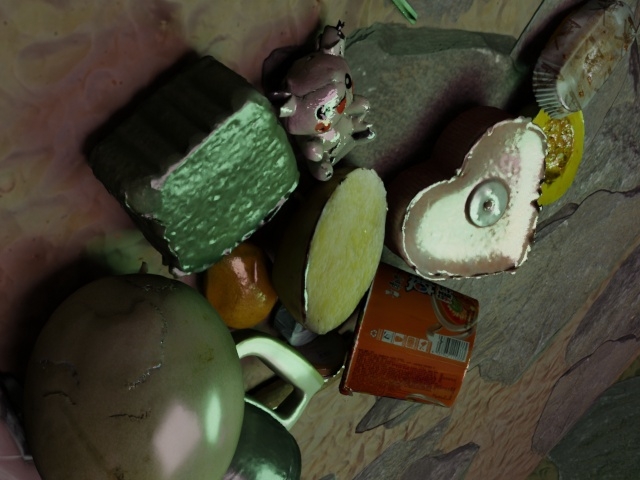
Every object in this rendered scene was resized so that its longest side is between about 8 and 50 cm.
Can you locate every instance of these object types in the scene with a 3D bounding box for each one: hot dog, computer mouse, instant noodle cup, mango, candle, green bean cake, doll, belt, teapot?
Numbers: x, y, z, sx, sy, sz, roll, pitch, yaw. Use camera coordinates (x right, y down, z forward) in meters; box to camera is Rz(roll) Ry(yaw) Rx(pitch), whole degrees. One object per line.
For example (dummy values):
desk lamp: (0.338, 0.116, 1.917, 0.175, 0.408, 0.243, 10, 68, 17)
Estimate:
hot dog: (0.467, -0.332, 1.437, 0.268, 0.075, 0.144, -44, 111, -20)
computer mouse: (-0.431, 0.318, 1.035, 0.199, 0.115, 0.389, -28, 139, -24)
instant noodle cup: (0.154, 0.170, 1.393, 0.250, 0.192, 0.251, 16, 90, -86)
mango: (-0.116, 0.058, 1.174, 0.115, 0.089, 0.165, -17, 132, -26)
candle: (0.265, -0.065, 1.403, 0.317, 0.131, 0.287, -47, 121, 2)
green bean cake: (-0.143, -0.080, 0.977, 0.222, 0.125, 0.227, -45, 148, -11)
doll: (0.003, -0.176, 1.079, 0.149, 0.095, 0.192, -45, 144, -19)
belt: (-0.018, 0.119, 1.366, 0.140, 0.058, 0.105, -32, 148, -31)
teapot: (-0.147, 0.306, 1.235, 0.321, 0.239, 0.239, -32, 123, 5)

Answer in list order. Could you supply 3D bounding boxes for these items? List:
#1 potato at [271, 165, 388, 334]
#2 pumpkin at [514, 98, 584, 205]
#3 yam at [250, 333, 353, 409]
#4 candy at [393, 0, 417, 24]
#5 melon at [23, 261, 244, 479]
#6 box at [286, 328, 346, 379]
potato: (0.000, 0.000, 1.196, 0.299, 0.115, 0.239, -43, 144, -56)
pumpkin: (0.412, -0.184, 1.541, 0.217, 0.110, 0.218, -17, 120, -32)
yam: (-0.025, 0.257, 1.486, 0.299, 0.066, 0.066, -27, 140, -33)
candy: (0.079, -0.341, 1.047, 0.262, 0.077, 0.073, 19, 86, -63)
melon: (-0.226, 0.191, 1.007, 0.268, 0.268, 0.331, -10, 104, -44)
box: (-0.007, 0.191, 1.402, 0.105, 0.105, 0.037, -23, 147, -35)
